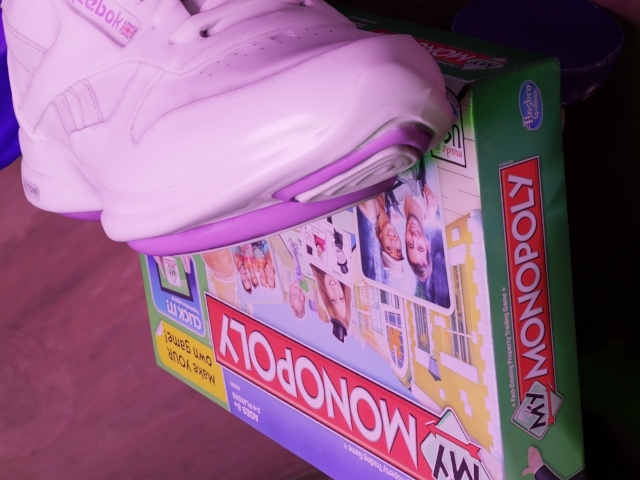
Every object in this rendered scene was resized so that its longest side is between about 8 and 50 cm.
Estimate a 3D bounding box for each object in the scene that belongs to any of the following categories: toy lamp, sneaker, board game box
[{"bbox_3d":[0.083,0.028,0.816,0.080,0.080,0.274,25,132,32],"label":"toy lamp"},{"bbox_3d":[-0.062,-0.077,0.717,0.305,0.114,0.152,9,113,60],"label":"sneaker"},{"bbox_3d":[0.000,0.000,0.824,0.317,0.046,0.213,23,125,55],"label":"board game box"}]

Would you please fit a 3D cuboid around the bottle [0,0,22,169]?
[{"bbox_3d":[-0.277,-0.150,1.047,0.283,0.092,0.118,40,139,19],"label":"bottle"}]
